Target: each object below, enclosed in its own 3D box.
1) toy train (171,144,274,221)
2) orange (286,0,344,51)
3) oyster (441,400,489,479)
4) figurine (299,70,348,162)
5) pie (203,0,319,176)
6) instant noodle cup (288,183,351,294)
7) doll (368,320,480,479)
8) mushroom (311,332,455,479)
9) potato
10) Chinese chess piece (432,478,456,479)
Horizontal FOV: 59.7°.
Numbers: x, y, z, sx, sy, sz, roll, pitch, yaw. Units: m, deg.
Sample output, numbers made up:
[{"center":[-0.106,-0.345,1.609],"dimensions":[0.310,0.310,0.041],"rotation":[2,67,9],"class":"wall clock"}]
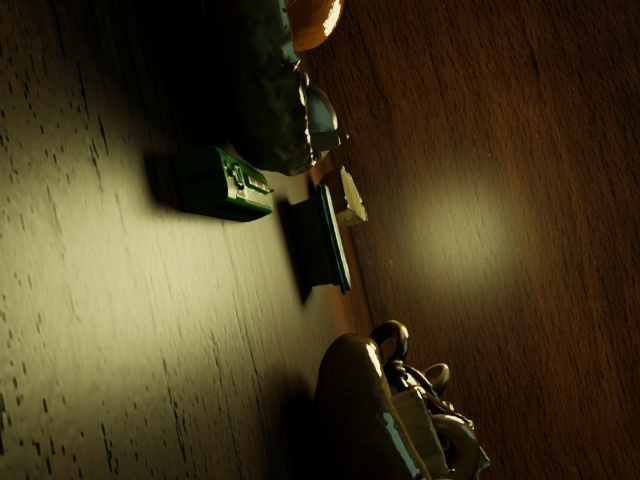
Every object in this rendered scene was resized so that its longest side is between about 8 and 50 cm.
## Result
[{"center":[-0.072,-0.045,0.503],"dimensions":[0.209,0.042,0.044],"rotation":[2,75,-83],"class":"toy train"},{"center":[-0.059,-0.395,0.807],"dimensions":[0.240,0.171,0.240],"rotation":[169,-90,-89],"class":"orange"},{"center":[0.228,0.456,1.181],"dimensions":[0.115,0.238,0.351],"rotation":[37,-6,-24],"class":"oyster"},{"center":[-0.033,-0.160,0.750],"dimensions":[0.138,0.125,0.125],"rotation":[-141,-146,-70],"class":"figurine"},{"center":[-0.070,-0.213,0.535],"dimensions":[0.315,0.092,0.315],"rotation":[168,-90,-85],"class":"pie"},{"center":[0.000,0.000,0.928],"dimensions":[0.157,0.070,0.179],"rotation":[-49,124,-84],"class":"instant noodle cup"},{"center":[0.143,0.344,1.012],"dimensions":[0.340,0.209,0.318],"rotation":[-80,-173,-71],"class":"doll"},{"center":[0.062,0.228,0.642],"dimensions":[0.278,0.146,0.278],"rotation":[-20,90,-88],"class":"mushroom"},{"center":[0.035,-0.105,1.353],"dimensions":[0.243,0.098,0.138],"rotation":[22,51,-75],"class":"potato"},{"center":[0.141,0.401,0.657],"dimensions":[0.092,0.238,0.238],"rotation":[31,11,-2],"class":"Chinese chess piece"}]
